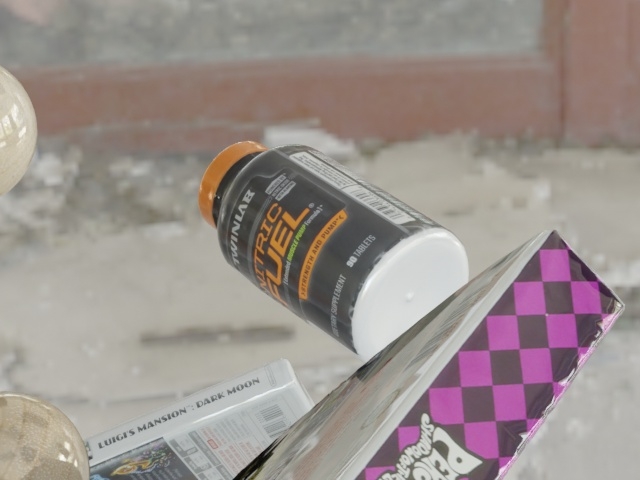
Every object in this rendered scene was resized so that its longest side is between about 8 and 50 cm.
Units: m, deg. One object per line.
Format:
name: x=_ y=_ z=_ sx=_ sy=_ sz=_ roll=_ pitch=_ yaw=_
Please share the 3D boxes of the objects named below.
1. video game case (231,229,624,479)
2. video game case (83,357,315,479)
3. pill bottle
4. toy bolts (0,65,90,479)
video game case: x=-0.027 y=0.115 z=0.572 sx=0.210 sy=0.042 sz=0.232 roll=-42 pitch=3 yaw=45
video game case: x=-0.077 y=0.138 z=1.084 sx=0.173 sy=0.190 sz=0.022 roll=-23 pitch=64 yaw=1
pill bottle: x=0.000 y=0.000 z=1.603 sx=0.130 sy=0.130 sz=0.245 roll=-21 pitch=37 yaw=-34
toy bolts: x=-0.159 y=0.040 z=0.747 sx=0.158 sy=0.228 sz=0.218 roll=-17 pitch=-8 yaw=13
